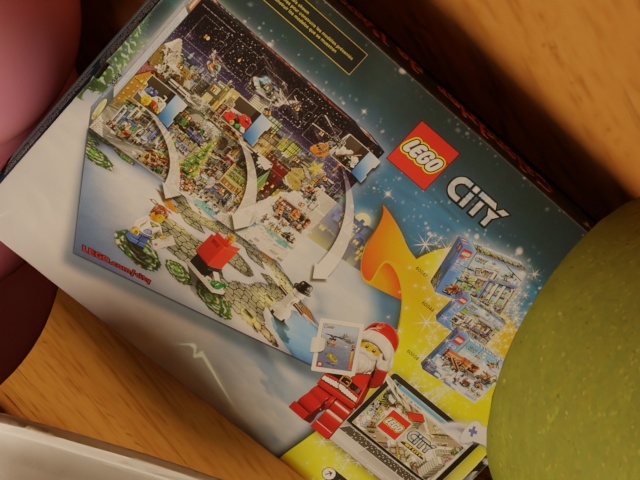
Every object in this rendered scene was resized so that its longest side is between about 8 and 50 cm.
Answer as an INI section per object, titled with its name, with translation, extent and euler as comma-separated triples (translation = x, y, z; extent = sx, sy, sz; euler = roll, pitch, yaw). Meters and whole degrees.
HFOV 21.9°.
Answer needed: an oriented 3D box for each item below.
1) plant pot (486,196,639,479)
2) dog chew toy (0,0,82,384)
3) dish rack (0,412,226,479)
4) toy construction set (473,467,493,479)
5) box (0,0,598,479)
[plant pot]
translation = 0.208, 0.103, 0.553
extent = 0.293, 0.275, 0.275
euler = 31, 152, 35
[dog chew toy]
translation = -0.202, -0.044, 0.774
extent = 0.206, 0.206, 0.332
euler = 35, 140, -1
[dish rack]
translation = -0.143, 0.147, 0.787
extent = 0.285, 0.072, 0.333
euler = 24, 160, -37
[toy construction set]
translation = 0.074, 0.265, 0.852
extent = 0.237, 0.309, 0.257
euler = 34, 141, 10
[box]
translation = 0.000, 0.000, 0.677
extent = 0.233, 0.044, 0.159
euler = 40, 104, -15
